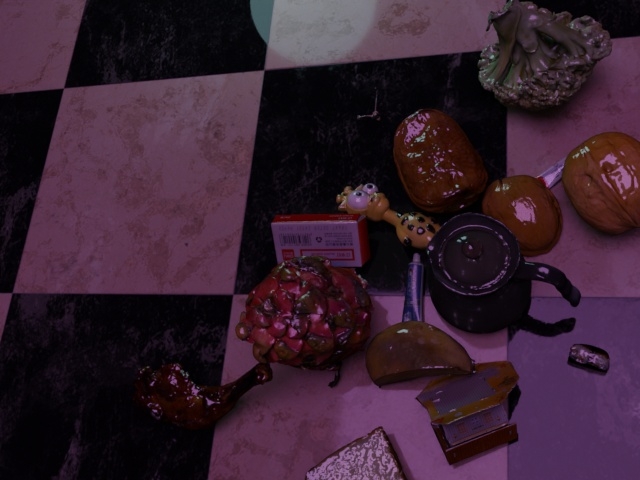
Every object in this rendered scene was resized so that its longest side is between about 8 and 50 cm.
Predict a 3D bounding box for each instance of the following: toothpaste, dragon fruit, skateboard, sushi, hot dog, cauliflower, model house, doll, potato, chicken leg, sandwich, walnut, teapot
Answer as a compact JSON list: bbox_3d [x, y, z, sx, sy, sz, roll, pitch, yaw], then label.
[{"bbox_3d":[0.217,0.124,1.630,0.057,0.035,0.197,-3,70,27],"label":"toothpaste"},{"bbox_3d":[-0.044,0.173,1.546,0.291,0.269,0.250,-10,54,-33],"label":"dragon fruit"},{"bbox_3d":[0.130,-0.356,1.854,0.064,0.032,0.083,-1,71,28],"label":"skateboard"},{"bbox_3d":[0.569,-0.173,1.645,0.190,0.031,0.048,-39,66,4],"label":"toothpaste"},{"bbox_3d":[0.562,0.240,1.471,0.083,0.044,0.046,16,75,20],"label":"sushi"},{"bbox_3d":[0.281,-0.188,1.689,0.196,0.122,0.272,-26,60,4],"label":"hot dog"},{"bbox_3d":[0.508,-0.456,1.650,0.327,0.281,0.260,-2,35,33],"label":"cauliflower"},{"bbox_3d":[0.330,0.364,1.462,0.219,0.207,0.135,-21,100,-2],"label":"model house"},{"bbox_3d":[0.168,-0.061,1.692,0.291,0.086,0.117,30,49,25],"label":"doll"},{"bbox_3d":[0.202,0.233,1.529,0.243,0.098,0.138,-14,61,25],"label":"potato"},{"bbox_3d":[-0.273,0.354,1.632,0.407,0.096,0.157,-11,88,29],"label":"chicken leg"},{"bbox_3d":[0.100,0.551,1.463,0.226,0.087,0.251,-31,61,1],"label":"sandwich"},{"bbox_3d":[0.457,-0.070,1.601,0.167,0.087,0.211,-33,64,5],"label":"walnut"},{"bbox_3d":[0.351,0.084,1.464,0.223,0.285,0.305,-44,63,-3],"label":"teapot"},{"bbox_3d":[0.629,-0.125,1.525,0.193,0.193,0.225,-17,67,10],"label":"walnut"}]

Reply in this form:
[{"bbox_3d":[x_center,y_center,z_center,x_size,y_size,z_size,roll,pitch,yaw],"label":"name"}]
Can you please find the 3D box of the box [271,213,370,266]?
[{"bbox_3d":[0.000,0.000,1.701,0.230,0.122,0.050,-1,25,17],"label":"box"}]
